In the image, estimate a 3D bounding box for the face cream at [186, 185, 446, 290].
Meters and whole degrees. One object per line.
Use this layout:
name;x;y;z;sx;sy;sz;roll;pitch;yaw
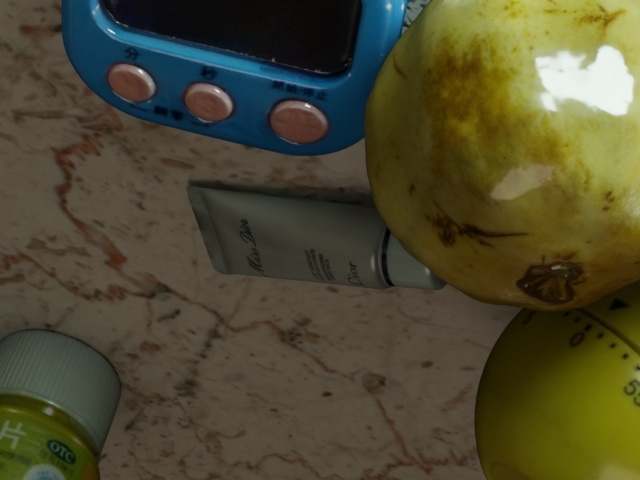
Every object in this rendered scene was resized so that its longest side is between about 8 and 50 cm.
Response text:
face cream;0.000;0.000;1.866;0.314;0.089;0.143;7;138;26

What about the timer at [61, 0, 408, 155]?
timer;-0.084;-0.233;1.609;0.340;0.115;0.309;14;139;4

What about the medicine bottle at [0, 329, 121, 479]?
medicine bottle;-0.399;0.317;2.090;0.224;0.384;0.224;9;137;9

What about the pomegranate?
pomegranate;0.206;-0.099;1.530;0.332;0.332;0.332;9;137;8

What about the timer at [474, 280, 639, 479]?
timer;0.366;0.172;1.769;0.376;0.387;0.376;46;163;18
